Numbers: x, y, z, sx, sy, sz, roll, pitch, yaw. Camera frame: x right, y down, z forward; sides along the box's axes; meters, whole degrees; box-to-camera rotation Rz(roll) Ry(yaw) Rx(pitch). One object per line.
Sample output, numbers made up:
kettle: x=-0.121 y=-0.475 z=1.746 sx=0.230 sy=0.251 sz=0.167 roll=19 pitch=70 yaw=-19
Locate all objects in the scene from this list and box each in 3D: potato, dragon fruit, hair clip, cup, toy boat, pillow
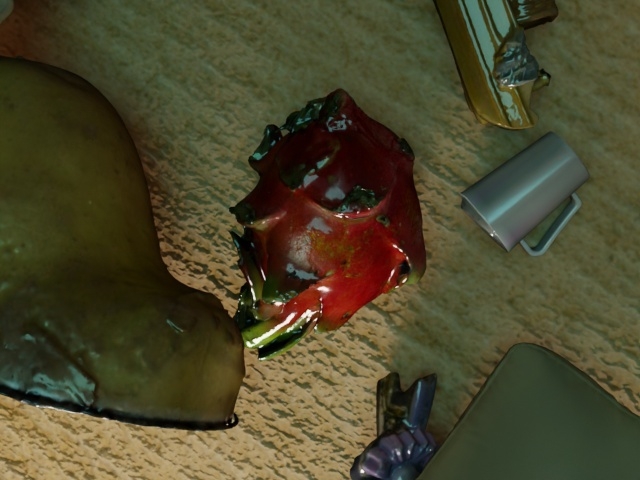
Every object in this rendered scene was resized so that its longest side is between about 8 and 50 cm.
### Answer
potato: x=-0.242 y=-0.016 z=0.953 sx=0.397 sy=0.290 sz=0.295 roll=14 pitch=91 yaw=29
dragon fruit: x=-0.017 y=-0.013 z=0.988 sx=0.269 sy=0.198 sz=0.200 roll=-33 pitch=98 yaw=22
hair clip: x=0.070 y=0.275 z=1.031 sx=0.106 sy=0.084 sz=0.292 roll=3 pitch=97 yaw=-32
cup: x=0.210 y=-0.038 z=1.006 sx=0.116 sy=0.074 sz=0.104 roll=-38 pitch=110 yaw=3
toy boat: x=0.162 y=-0.258 z=0.988 sx=0.115 sy=0.089 sz=0.310 roll=-19 pitch=89 yaw=6
pillow: x=0.191 y=0.282 z=0.930 sx=0.255 sy=0.120 sz=0.322 roll=38 pitch=84 yaw=23

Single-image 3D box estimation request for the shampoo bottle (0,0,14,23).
shampoo bottle: x=-0.419 y=-0.173 z=0.983 sx=0.284 sy=0.153 sz=0.071 roll=-17 pitch=120 yaw=43
